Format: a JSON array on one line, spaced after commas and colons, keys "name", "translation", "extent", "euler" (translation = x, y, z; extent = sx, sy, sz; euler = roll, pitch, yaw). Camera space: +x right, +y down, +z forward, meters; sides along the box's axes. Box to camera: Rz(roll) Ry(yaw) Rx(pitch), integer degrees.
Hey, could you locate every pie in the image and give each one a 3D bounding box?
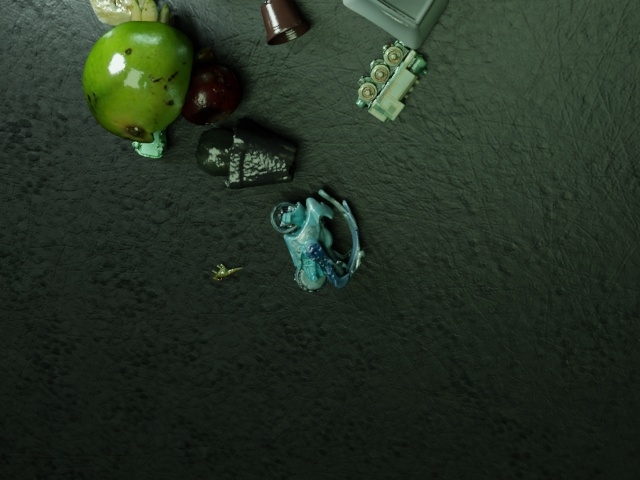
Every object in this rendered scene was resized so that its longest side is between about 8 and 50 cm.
[{"name": "pie", "translation": [-0.495, -0.641, 1.849], "extent": [0.185, 0.052, 0.218], "euler": [-19, 109, 14]}]

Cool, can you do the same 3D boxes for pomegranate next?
[{"name": "pomegranate", "translation": [-0.439, -0.410, 1.771], "extent": [0.216, 0.359, 0.309], "euler": [7, 160, -29]}]

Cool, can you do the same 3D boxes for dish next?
[{"name": "dish", "translation": [0.173, -0.547, 1.696], "extent": [0.212, 0.077, 0.151], "euler": [33, 91, -2]}]

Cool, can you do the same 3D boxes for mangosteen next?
[{"name": "mangosteen", "translation": [-0.285, -0.373, 1.861], "extent": [0.166, 0.166, 0.180], "euler": [-38, 73, 23]}]

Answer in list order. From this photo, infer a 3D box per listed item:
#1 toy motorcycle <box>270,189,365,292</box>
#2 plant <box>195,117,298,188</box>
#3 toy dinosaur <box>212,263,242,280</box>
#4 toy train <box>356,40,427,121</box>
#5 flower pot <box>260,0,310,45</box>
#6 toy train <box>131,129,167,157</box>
[{"name": "toy motorcycle", "translation": [0.000, 0.000, 1.963], "extent": [0.206, 0.154, 0.260], "euler": [-22, 103, -4]}, {"name": "plant", "translation": [-0.186, -0.215, 1.910], "extent": [0.255, 0.142, 0.165], "euler": [10, 115, -4]}, {"name": "toy dinosaur", "translation": [-0.263, 0.083, 2.110], "extent": [0.113, 0.026, 0.041], "euler": [-27, 111, 30]}, {"name": "toy train", "translation": [0.170, -0.382, 1.797], "extent": [0.125, 0.081, 0.194], "euler": [32, 113, -13]}, {"name": "flower pot", "translation": [-0.091, -0.524, 1.788], "extent": [0.111, 0.111, 0.089], "euler": [-21, 91, 20]}, {"name": "toy train", "translation": [-0.437, -0.293, 1.970], "extent": [0.099, 0.081, 0.149], "euler": [9, 119, 8]}]
